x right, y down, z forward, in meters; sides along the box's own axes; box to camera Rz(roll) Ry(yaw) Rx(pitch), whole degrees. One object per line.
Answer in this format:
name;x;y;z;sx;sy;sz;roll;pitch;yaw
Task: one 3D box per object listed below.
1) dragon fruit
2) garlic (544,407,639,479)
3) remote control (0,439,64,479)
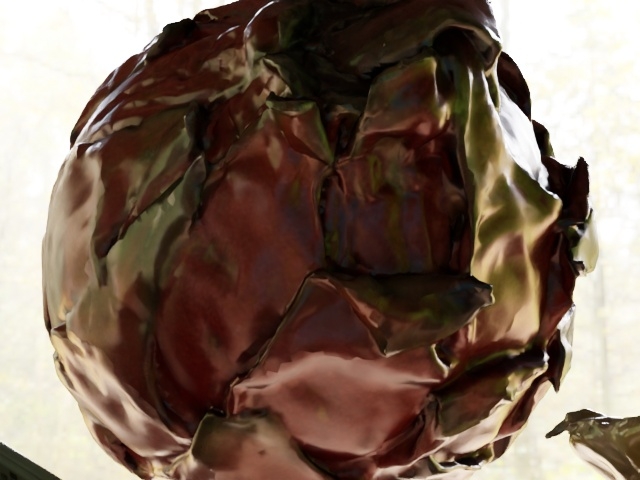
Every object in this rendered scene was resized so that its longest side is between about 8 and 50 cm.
dragon fruit;0.000;0.000;0.572;0.244;0.244;0.299;4;-42;-20
garlic;0.087;0.130;0.263;0.131;0.194;0.127;33;-18;-24
remote control;-0.123;0.098;0.436;0.047;0.087;0.244;-42;-59;11
